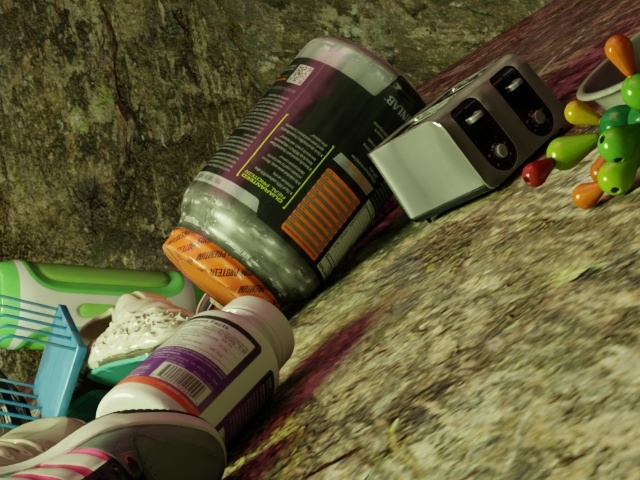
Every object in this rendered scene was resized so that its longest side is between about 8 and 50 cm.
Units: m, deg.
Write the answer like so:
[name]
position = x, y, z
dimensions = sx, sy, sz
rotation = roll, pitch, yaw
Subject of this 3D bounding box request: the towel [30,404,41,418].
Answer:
[towel]
position = -0.371, 0.221, 1.930
dimensions = 0.312, 0.056, 0.324
rotation = -35, 13, 29

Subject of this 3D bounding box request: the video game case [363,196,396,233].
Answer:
[video game case]
position = 0.000, 0.000, 1.814
dimensions = 0.232, 0.042, 0.210
rotation = -41, 9, -38

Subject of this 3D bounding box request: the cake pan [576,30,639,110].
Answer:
[cake pan]
position = 0.383, -0.203, 1.218
dimensions = 0.293, 0.054, 0.293
rotation = -35, 6, 5

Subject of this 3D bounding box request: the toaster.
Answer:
[toaster]
position = 0.166, -0.113, 1.463
dimensions = 0.168, 0.110, 0.186
rotation = -39, 7, -33

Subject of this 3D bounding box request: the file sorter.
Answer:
[file sorter]
position = -0.358, 0.147, 1.524
dimensions = 0.170, 0.104, 0.118
rotation = 37, 111, 66

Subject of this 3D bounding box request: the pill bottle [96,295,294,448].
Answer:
[pill bottle]
position = -0.104, 0.129, 1.142
dimensions = 0.108, 0.108, 0.193
rotation = -31, 8, 40

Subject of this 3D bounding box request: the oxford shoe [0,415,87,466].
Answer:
[oxford shoe]
position = -0.295, 0.234, 1.147
dimensions = 0.169, 0.130, 0.449
rotation = -15, 11, 7

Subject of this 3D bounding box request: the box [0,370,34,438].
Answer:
[box]
position = -0.524, 0.339, 1.551
dimensions = 0.395, 0.097, 0.318
rotation = -38, 25, -9

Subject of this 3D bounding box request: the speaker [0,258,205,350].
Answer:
[speaker]
position = -0.310, 0.095, 1.756
dimensions = 0.296, 0.131, 0.131
rotation = 5, -17, -30

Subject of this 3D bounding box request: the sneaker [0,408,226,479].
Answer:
[sneaker]
position = -0.176, 0.211, 0.900
dimensions = 0.295, 0.124, 0.178
rotation = -13, 24, -27

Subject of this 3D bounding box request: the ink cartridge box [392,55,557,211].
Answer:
[ink cartridge box]
position = 0.209, -0.141, 1.674
dimensions = 0.235, 0.056, 0.171
rotation = -29, 9, 36

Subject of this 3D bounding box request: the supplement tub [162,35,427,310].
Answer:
[supplement tub]
position = -0.029, -0.070, 1.580
dimensions = 0.338, 0.207, 0.207
rotation = -51, 10, -13

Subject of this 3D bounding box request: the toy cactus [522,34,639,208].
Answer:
[toy cactus]
position = 0.272, -0.112, 1.023
dimensions = 0.180, 0.112, 0.219
rotation = -29, -7, -34

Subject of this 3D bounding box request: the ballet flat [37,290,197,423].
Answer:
[ballet flat]
position = -0.243, 0.135, 1.556
dimensions = 0.147, 0.147, 0.409
rotation = -42, 8, -40

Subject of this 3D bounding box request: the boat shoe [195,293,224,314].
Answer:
[boat shoe]
position = -0.126, 0.078, 1.732
dimensions = 0.043, 0.049, 0.137
rotation = -2, 49, 43
